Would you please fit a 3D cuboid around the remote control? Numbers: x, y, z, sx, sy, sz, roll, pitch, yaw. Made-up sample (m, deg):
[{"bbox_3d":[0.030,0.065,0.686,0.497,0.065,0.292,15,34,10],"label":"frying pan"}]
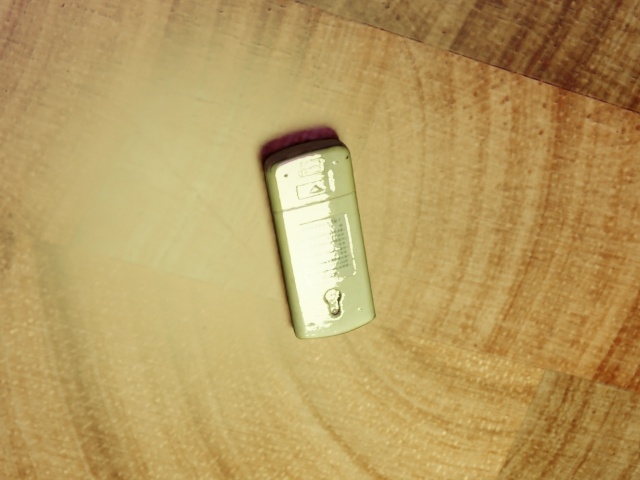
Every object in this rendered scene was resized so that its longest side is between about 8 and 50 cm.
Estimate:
[{"bbox_3d":[0.000,0.000,2.041,0.098,0.038,0.233,-15,116,-10],"label":"remote control"}]
